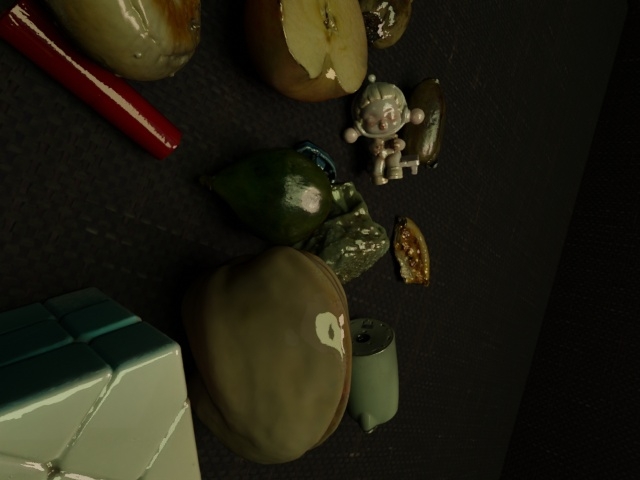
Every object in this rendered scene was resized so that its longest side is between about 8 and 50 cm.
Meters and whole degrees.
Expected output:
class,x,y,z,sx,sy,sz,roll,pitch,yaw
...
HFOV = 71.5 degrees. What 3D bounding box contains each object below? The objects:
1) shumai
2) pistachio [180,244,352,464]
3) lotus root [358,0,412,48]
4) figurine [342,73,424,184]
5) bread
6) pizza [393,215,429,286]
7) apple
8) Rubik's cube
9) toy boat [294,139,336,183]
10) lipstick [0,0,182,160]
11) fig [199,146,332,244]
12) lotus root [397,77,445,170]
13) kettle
class,x,y,z,sx,sy,sz,roll,pitch,yaw
shumai,0.000,0.000,1.014,0.261,0.221,0.225,-35,163,-9
pistachio,-0.105,0.199,0.801,0.282,0.365,0.445,-15,136,-49
lotus root,0.154,-0.539,1.054,0.214,0.139,0.138,-44,126,-30
figurine,0.161,-0.280,1.096,0.145,0.182,0.256,-36,121,-52
bread,-0.264,-0.343,0.639,0.192,0.172,0.313,75,13,-55
pizza,0.278,0.044,1.342,0.134,0.056,0.270,-38,122,-42
apple,-0.047,-0.401,0.860,0.293,0.163,0.250,-5,92,-57
Rubik's cube,-0.371,0.278,0.575,0.322,0.316,0.318,-17,110,-40
toy boat,-0.007,-0.173,1.015,0.137,0.060,0.060,35,54,-49
lipstick,-0.338,-0.234,0.675,0.280,0.073,0.073,43,68,-40
fig,-0.105,-0.087,0.856,0.245,0.195,0.195,2,97,-36
lotus root,0.277,-0.319,1.222,0.124,0.123,0.240,1,96,-74
kettle,0.136,0.344,1.206,0.240,0.166,0.254,-56,139,-60
